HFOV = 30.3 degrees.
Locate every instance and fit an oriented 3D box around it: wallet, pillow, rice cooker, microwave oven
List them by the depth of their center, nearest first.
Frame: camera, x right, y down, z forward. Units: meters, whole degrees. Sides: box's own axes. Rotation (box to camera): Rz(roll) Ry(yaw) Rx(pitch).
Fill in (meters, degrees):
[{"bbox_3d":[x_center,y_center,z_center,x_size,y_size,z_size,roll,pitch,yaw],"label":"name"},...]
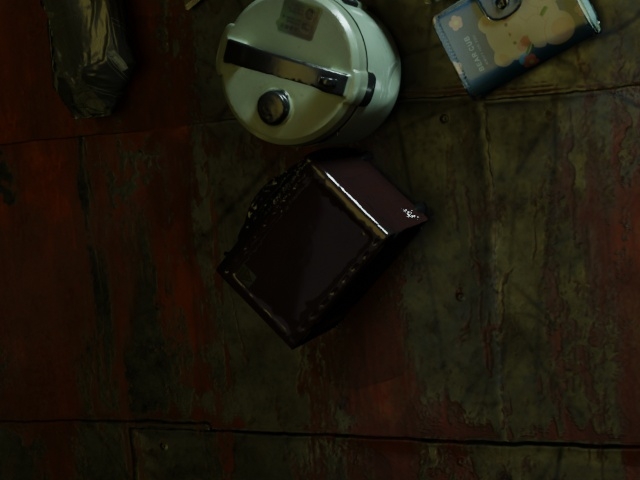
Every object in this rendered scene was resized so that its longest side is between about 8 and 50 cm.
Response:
[{"bbox_3d":[0.265,-0.298,1.612,0.202,0.059,0.141,-28,92,27],"label":"wallet"},{"bbox_3d":[-0.015,-0.240,1.647,0.226,0.244,0.226,4,98,25],"label":"rice cooker"},{"bbox_3d":[0.000,0.001,1.709,0.188,0.178,0.247,45,113,15],"label":"microwave oven"},{"bbox_3d":[-0.379,-0.361,1.883,0.161,0.092,0.335,-12,93,31],"label":"pillow"}]

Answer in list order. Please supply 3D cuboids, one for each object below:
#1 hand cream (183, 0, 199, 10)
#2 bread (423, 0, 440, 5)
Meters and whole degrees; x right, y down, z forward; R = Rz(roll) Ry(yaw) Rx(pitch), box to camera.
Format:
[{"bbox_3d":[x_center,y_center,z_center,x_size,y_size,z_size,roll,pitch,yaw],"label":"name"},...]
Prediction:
[{"bbox_3d":[-0.221,-0.457,1.823,0.087,0.054,0.186,-31,90,21],"label":"hand cream"},{"bbox_3d":[0.131,-0.443,1.626,0.210,0.110,0.192,37,112,16],"label":"bread"}]
